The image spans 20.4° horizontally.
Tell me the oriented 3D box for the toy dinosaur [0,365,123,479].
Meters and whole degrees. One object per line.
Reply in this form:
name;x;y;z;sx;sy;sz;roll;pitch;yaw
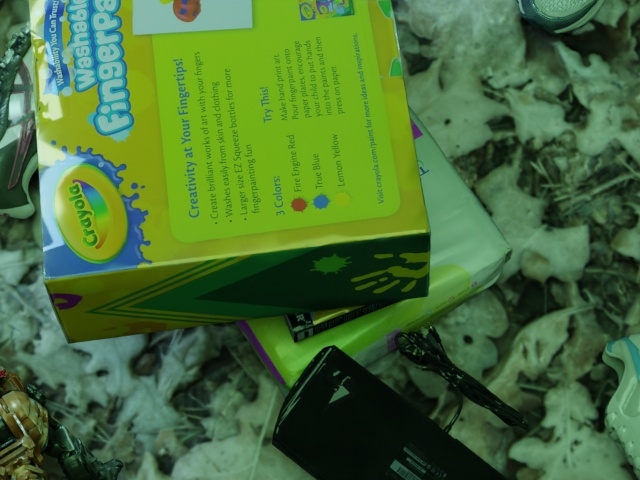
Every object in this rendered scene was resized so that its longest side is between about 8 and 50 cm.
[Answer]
toy dinosaur;-0.318;0.220;1.804;0.164;0.218;0.322;-21;33;8

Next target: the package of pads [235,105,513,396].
package of pads;0.034;0.014;1.941;0.296;0.101;0.229;-33;77;-10

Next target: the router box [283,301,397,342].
router box;0.000;0.000;1.868;0.133;0.046;0.179;-21;73;-7

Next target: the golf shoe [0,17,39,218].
golf shoe;-0.324;-0.154;1.997;0.120;0.105;0.273;32;75;-15

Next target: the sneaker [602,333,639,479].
sneaker;0.352;0.211;1.907;0.092;0.087;0.229;-3;67;5

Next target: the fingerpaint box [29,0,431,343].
fingerpaint box;-0.101;-0.143;1.816;0.371;0.163;0.445;-8;63;-2

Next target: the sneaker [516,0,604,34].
sneaker;0.317;-0.367;2.049;0.110;0.122;0.283;31;75;8

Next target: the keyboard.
keyboard;0.117;0.217;1.871;0.317;0.033;0.201;39;83;-11
